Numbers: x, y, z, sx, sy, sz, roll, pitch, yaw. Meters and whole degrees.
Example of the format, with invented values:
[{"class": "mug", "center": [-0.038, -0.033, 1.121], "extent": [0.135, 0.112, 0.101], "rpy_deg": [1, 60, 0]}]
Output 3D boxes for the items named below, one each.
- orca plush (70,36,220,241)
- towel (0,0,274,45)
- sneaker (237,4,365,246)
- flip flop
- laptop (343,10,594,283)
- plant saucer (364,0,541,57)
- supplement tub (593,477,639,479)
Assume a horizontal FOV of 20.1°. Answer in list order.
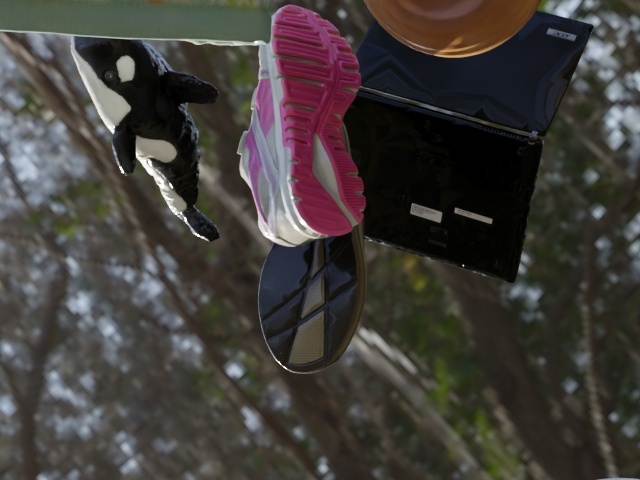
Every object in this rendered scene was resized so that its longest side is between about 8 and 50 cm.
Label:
[{"class": "orca plush", "center": [-0.149, -0.118, 1.830], "extent": [0.102, 0.151, 0.287], "rpy_deg": [-15, -57, 12]}, {"class": "towel", "center": [-0.182, -0.314, 1.360], "extent": [0.374, 0.090, 0.320], "rpy_deg": [-1, -83, -40]}, {"class": "sneaker", "center": [-0.031, -0.105, 1.699], "extent": [0.103, 0.252, 0.111], "rpy_deg": [17, -31, -31]}, {"class": "flip flop", "center": [0.000, 0.000, 1.770], "extent": [0.112, 0.277, 0.080], "rpy_deg": [-15, -29, 22]}, {"class": "laptop", "center": [0.146, -0.123, 1.965], "extent": [0.136, 0.234, 0.264], "rpy_deg": [-39, -39, -59]}, {"class": "plant saucer", "center": [0.113, -0.264, 1.626], "extent": [0.200, 0.200, 0.037], "rpy_deg": [-58, -19, 23]}, {"class": "supplement tub", "center": [0.141, 0.202, 0.760], "extent": [0.117, 0.117, 0.190], "rpy_deg": [-35, -55, -16]}]
